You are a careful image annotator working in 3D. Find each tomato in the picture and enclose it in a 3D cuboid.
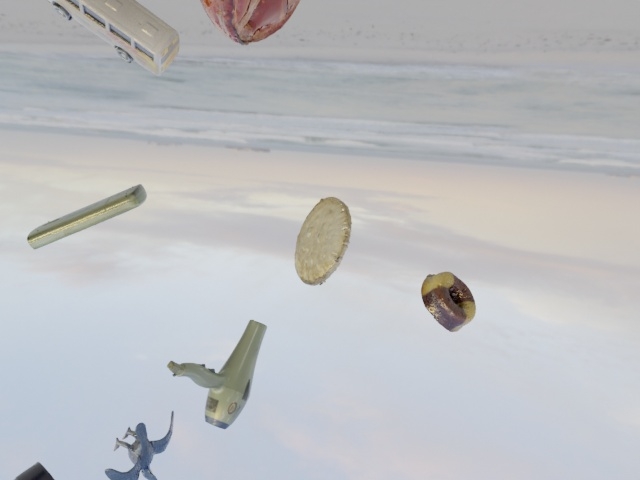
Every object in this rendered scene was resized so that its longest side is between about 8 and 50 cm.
[{"bbox_3d":[-0.053,-0.248,0.422,0.069,0.156,0.155,32,-165,8],"label":"tomato"}]

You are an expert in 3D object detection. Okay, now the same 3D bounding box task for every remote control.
[{"bbox_3d":[-0.462,-0.050,1.027,0.233,0.038,0.098,-22,-160,0],"label":"remote control"}]

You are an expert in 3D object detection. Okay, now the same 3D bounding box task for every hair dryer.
[{"bbox_3d":[-0.248,0.316,1.382,0.118,0.298,0.296,9,-133,32],"label":"hair dryer"}]

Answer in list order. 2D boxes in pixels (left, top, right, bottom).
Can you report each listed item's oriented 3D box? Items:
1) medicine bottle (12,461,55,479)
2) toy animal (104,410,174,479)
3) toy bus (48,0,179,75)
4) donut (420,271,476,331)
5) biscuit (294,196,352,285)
[{"bbox_3d":[-0.561,0.566,0.985,0.079,0.259,0.124,15,-158,35],"label":"medicine bottle"},{"bbox_3d":[-0.506,0.614,1.488,0.176,0.255,0.239,35,-136,7],"label":"toy animal"},{"bbox_3d":[-0.479,-0.507,1.135,0.342,0.097,0.138,35,167,-11],"label":"toy bus"},{"bbox_3d":[0.285,0.130,1.137,0.140,0.141,0.059,-5,157,-45],"label":"donut"},{"bbox_3d":[0.000,0.000,0.818,0.020,0.152,0.152,21,180,-30],"label":"biscuit"}]
